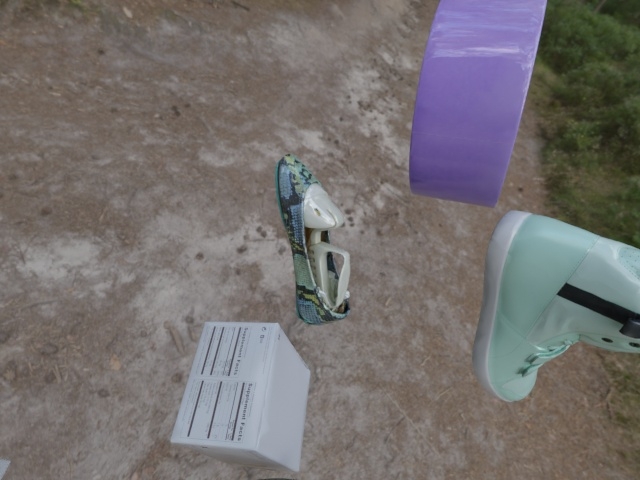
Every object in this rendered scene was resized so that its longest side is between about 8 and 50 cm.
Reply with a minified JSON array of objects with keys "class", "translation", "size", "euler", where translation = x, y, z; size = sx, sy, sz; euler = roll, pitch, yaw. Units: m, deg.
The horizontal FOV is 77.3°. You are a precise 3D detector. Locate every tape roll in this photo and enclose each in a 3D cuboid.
[{"class":"tape roll","translation":[0.146,-0.130,0.381],"size":[0.080,0.188,0.189],"euler":[14,34,19]}]

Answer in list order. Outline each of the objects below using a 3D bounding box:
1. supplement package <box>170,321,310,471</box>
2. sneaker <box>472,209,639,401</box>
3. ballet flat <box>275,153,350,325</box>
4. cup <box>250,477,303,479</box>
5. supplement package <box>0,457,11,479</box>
[{"class":"supplement package","translation":[-0.125,0.299,0.748],"size":[0.145,0.261,0.203],"euler":[-2,54,13]},{"class":"sneaker","translation":[0.240,0.103,0.390],"size":[0.094,0.255,0.151],"euler":[-36,40,-29]},{"class":"ballet flat","translation":[0.000,0.000,0.425],"size":[0.070,0.188,0.070],"euler":[-9,13,2]},{"class":"cup","translation":[-0.132,0.477,0.523],"size":[0.237,0.331,0.331],"euler":[42,30,-34]},{"class":"supplement package","translation":[-0.840,0.530,0.903],"size":[0.180,0.105,0.105],"euler":[12,54,0]}]
